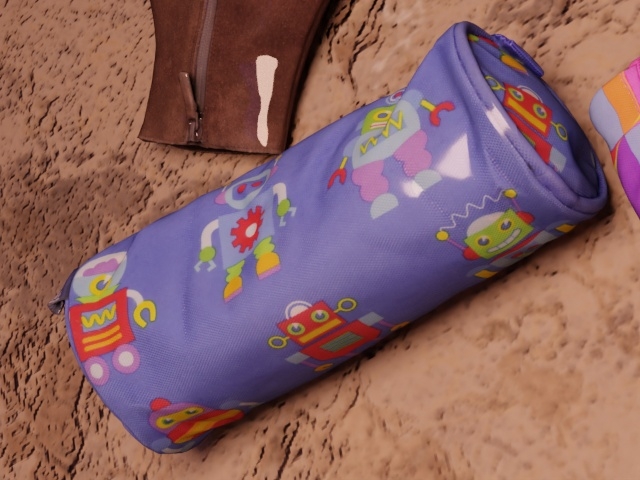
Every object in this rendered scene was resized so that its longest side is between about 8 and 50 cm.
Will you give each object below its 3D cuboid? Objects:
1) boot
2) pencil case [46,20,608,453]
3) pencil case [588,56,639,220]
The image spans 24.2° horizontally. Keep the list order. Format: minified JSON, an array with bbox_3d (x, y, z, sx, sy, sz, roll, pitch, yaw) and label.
[{"bbox_3d":[-0.009,-0.153,0.917,0.248,0.090,0.207,3,86,38],"label":"boot"},{"bbox_3d":[0.000,0.000,0.803,0.306,0.119,0.133,-31,47,25],"label":"pencil case"},{"bbox_3d":[0.196,0.012,0.651,0.104,0.104,0.236,-33,53,24],"label":"pencil case"}]
